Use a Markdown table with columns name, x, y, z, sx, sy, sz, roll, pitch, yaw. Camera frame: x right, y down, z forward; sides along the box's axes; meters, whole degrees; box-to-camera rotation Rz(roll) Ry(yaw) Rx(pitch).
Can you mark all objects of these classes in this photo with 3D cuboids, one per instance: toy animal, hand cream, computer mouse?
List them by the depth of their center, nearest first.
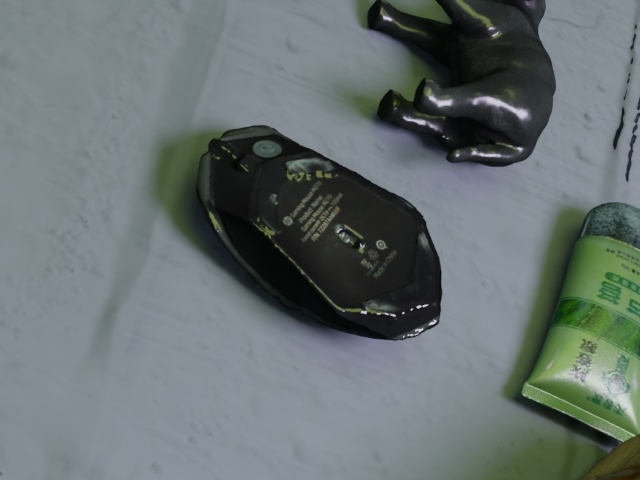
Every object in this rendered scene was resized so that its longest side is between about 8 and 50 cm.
| name | x | y | z | sx | sy | sz | roll | pitch | yaw |
| --- | --- | --- | --- | --- | --- | --- | --- | --- | --- |
| computer mouse | 0.000 | 0.000 | 1.038 | 0.192 | 0.062 | 0.106 | 38 | 56 | 7 |
| hand cream | 0.204 | 0.053 | 1.104 | 0.095 | 0.046 | 0.175 | 26 | 58 | -11 |
| toy animal | 0.112 | -0.162 | 1.165 | 0.137 | 0.082 | 0.269 | 19 | 53 | -16 |

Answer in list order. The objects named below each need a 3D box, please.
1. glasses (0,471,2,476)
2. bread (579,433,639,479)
| name | x | y | z | sx | sy | sz | roll | pitch | yaw |
| --- | --- | --- | --- | --- | --- | --- | --- | --- | --- |
| glasses | -0.222 | 0.170 | 0.871 | 0.103 | 0.062 | 0.140 | 6 | 59 | -46 |
| bread | 0.249 | 0.245 | 0.946 | 0.163 | 0.168 | 0.264 | -29 | 78 | -31 |
